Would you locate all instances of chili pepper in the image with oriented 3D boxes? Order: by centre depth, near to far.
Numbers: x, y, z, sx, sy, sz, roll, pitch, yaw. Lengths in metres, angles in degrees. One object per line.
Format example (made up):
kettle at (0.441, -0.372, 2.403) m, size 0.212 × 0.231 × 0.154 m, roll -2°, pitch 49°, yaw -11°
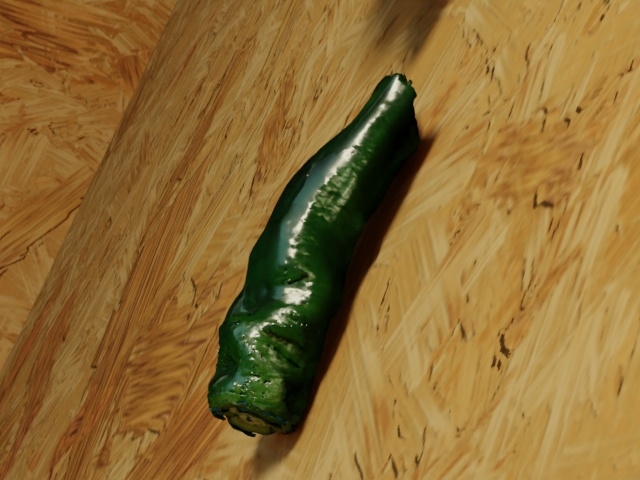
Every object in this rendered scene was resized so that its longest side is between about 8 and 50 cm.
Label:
chili pepper at (-0.002, -0.001, 0.988) m, size 0.098 × 0.061 × 0.224 m, roll 136°, pitch 158°, yaw -72°
